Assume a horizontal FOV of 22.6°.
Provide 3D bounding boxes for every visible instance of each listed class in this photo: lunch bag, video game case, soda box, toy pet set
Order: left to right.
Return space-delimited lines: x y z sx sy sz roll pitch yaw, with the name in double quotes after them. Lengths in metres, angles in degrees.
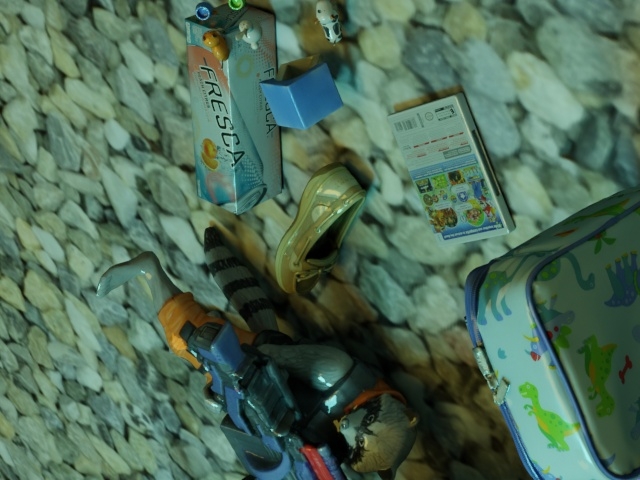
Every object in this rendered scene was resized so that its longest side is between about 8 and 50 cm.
-0.078 -0.121 1.462 0.058 0.063 0.183 24 128 39 "soda box"
-0.037 -0.154 1.353 0.122 0.065 0.114 -15 116 16 "toy pet set"
0.108 -0.057 1.331 0.087 0.011 0.122 -13 102 51 "video game case"
0.210 0.066 1.118 0.090 0.219 0.176 -16 100 53 "lunch bag"

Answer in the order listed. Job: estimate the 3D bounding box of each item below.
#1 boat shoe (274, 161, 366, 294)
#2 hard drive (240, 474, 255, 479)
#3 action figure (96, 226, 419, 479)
0.002 -0.001 1.453 0.048 0.056 0.153 46 132 27 "boat shoe"
0.023 0.422 1.679 0.339 0.064 0.237 38 137 27 "hard drive"
-0.048 0.106 1.484 0.330 0.178 0.341 31 158 27 "action figure"
